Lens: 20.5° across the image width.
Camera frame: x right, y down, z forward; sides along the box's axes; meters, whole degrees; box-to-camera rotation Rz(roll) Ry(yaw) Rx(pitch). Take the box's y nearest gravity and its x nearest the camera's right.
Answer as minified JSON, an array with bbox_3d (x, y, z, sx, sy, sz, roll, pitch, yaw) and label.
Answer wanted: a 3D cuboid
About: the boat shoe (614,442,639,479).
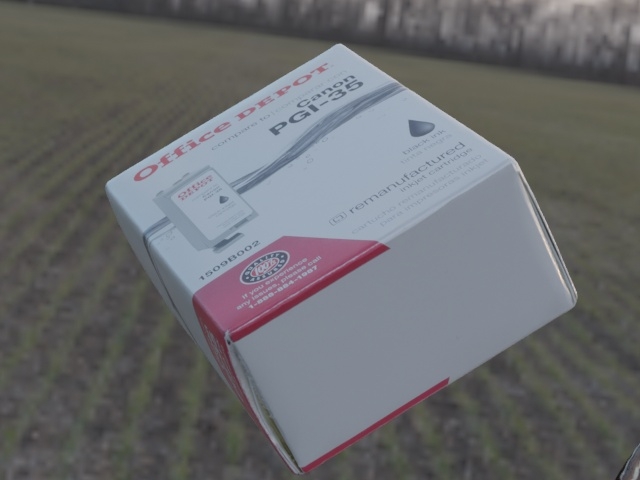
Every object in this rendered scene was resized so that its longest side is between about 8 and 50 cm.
[{"bbox_3d":[0.089,0.111,0.384,0.073,0.073,0.207,-3,42,11],"label":"boat shoe"}]

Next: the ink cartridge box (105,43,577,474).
[{"bbox_3d":[0.000,0.000,1.149,0.207,0.117,0.283,-32,29,-8],"label":"ink cartridge box"}]
